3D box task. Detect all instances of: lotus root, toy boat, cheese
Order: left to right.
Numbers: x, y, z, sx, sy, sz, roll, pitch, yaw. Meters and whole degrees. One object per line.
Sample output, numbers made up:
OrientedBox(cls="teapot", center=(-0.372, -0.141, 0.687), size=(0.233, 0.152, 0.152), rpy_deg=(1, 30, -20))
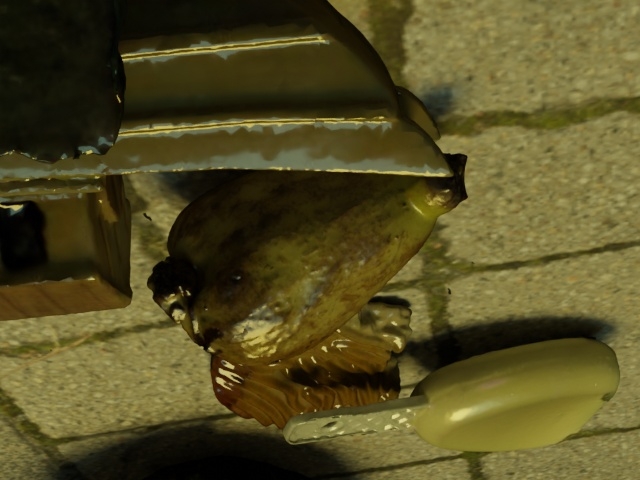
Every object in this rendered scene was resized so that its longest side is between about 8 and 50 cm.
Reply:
OrientedBox(cls="toy boat", center=(-0.167, -0.033, 0.606), size=(0.446, 0.136, 0.162), rpy_deg=(-7, 108, 4))
OrientedBox(cls="lotus root", center=(0.000, 0.000, 0.765), size=(0.191, 0.108, 0.094), rpy_deg=(-25, 173, 7))
OrientedBox(cls="cheese", center=(0.092, 0.123, 0.992), size=(0.252, 0.054, 0.127), rpy_deg=(-6, 149, -22))

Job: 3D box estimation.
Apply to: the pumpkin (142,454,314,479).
OrientedBox(cls="pumpkin", center=(-0.096, 0.324, 1.142), size=(0.320, 0.192, 0.320), rpy_deg=(-22, 135, -24))

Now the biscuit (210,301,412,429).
OrientedBox(cls="biscuit", center=(0.008, 0.099, 0.994), size=(0.176, 0.031, 0.229), rpy_deg=(-24, 144, 28))

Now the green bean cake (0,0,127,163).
OrientedBox(cls="green bean cake", center=(-0.160, -0.115, 0.482), size=(0.182, 0.173, 0.094), rpy_deg=(-3, -169, -9))
